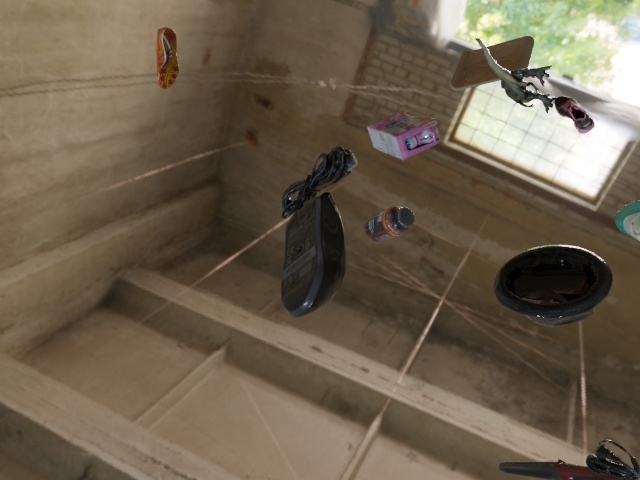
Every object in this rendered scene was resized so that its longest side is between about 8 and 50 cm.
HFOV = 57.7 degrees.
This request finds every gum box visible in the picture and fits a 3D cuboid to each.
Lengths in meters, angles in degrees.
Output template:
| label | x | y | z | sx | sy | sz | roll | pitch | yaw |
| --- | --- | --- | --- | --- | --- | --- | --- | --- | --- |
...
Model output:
| label | x | y | z | sx | sy | sz | roll | pitch | yaw |
| --- | --- | --- | --- | --- | --- | --- | --- | --- | --- |
| gum box | 0.202 | -0.258 | 1.411 | 0.107 | 0.062 | 0.188 | -26 | -155 | -9 |

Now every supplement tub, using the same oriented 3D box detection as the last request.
| label | x | y | z | sx | sy | sz | roll | pitch | yaw |
| --- | --- | --- | --- | --- | --- | --- | --- | --- | --- |
| supplement tub | 0.245 | -0.058 | 2.046 | 0.105 | 0.106 | 0.198 | 5 | 167 | -27 |

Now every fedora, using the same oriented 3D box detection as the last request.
| label | x | y | z | sx | sy | sz | roll | pitch | yaw |
| --- | --- | --- | --- | --- | --- | --- | --- | --- | --- |
| fedora | 0.703 | 0.158 | 1.751 | 0.333 | 0.153 | 0.334 | -19 | -146 | 13 |

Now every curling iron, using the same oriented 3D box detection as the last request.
| label | x | y | z | sx | sy | sz | roll | pitch | yaw |
| --- | --- | --- | --- | --- | --- | --- | --- | --- | --- |
| curling iron | 0.382 | 0.355 | 0.920 | 0.035 | 0.274 | 0.068 | -34 | -94 | -31 |

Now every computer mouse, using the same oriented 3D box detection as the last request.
| label | x | y | z | sx | sy | sz | roll | pitch | yaw |
| --- | --- | --- | --- | --- | --- | --- | --- | --- | --- |
| computer mouse | 0.000 | 0.000 | 0.932 | 0.072 | 0.188 | 0.273 | 21 | -124 | -28 |

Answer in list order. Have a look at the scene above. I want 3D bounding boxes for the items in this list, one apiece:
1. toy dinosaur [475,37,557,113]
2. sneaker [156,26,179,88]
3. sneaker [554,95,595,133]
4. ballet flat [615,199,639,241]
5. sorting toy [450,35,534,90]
| label | x | y | z | sx | sy | sz | roll | pitch | yaw |
| --- | --- | --- | --- | --- | --- | --- | --- | --- | --- |
| toy dinosaur | 0.398 | -0.311 | 1.145 | 0.118 | 0.064 | 0.268 | 30 | -174 | 38 |
| sneaker | -0.456 | -0.537 | 1.718 | 0.064 | 0.175 | 0.067 | -2 | -163 | -38 |
| sneaker | 0.559 | -0.290 | 1.288 | 0.057 | 0.047 | 0.119 | 30 | -156 | -45 |
| ballet flat | 0.637 | -0.037 | 1.083 | 0.083 | 0.247 | 0.087 | 48 | -112 | -6 |
| sorting toy | 0.490 | -0.499 | 1.653 | 0.208 | 0.038 | 0.193 | -1 | -132 | 33 |
